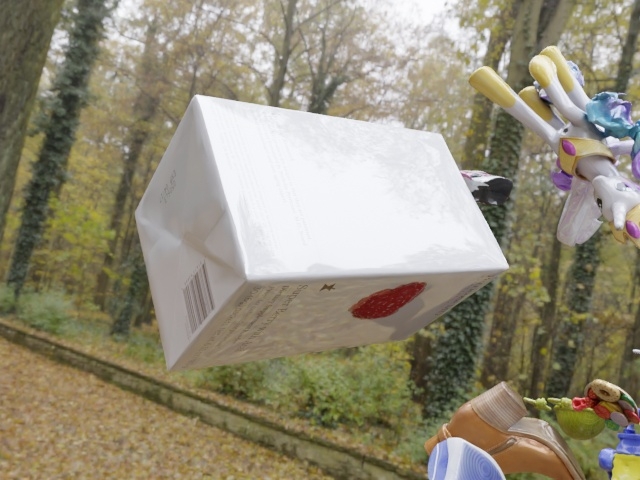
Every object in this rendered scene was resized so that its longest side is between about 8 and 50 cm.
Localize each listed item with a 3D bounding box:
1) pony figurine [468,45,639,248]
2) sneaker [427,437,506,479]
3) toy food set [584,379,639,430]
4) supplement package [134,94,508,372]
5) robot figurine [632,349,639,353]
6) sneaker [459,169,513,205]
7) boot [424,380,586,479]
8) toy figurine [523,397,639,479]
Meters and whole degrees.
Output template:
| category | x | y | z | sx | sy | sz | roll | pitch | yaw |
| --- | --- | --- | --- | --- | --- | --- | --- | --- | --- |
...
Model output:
| category | x | y | z | sx | sy | sz | roll | pitch | yaw |
| --- | --- | --- | --- | --- | --- | --- | --- | --- | --- |
| pony figurine | 0.442 | -0.140 | 0.955 | 0.351 | 0.364 | 0.303 | -3 | -34 | -48 |
| sneaker | 0.251 | 0.474 | 1.005 | 0.182 | 0.127 | 0.315 | -20 | -60 | 44 |
| toy food set | 0.434 | 0.246 | 0.882 | 0.082 | 0.020 | 0.083 | 42 | -32 | 21 |
| supplement package | 0.000 | 0.000 | 0.577 | 0.292 | 0.175 | 0.177 | 0 | -32 | -36 |
| robot figurine | 0.782 | 0.185 | 1.100 | 0.353 | 0.300 | 0.200 | -29 | -2 | 16 |
| sneaker | 0.256 | -0.097 | 1.082 | 0.178 | 0.072 | 0.077 | 5 | 18 | -23 |
| boot | 0.369 | 0.442 | 1.178 | 0.283 | 0.220 | 0.109 | 43 | 17 | -7 |
| toy figurine | 0.562 | 0.422 | 1.119 | 0.191 | 0.217 | 0.362 | 17 | -20 | -24 |
